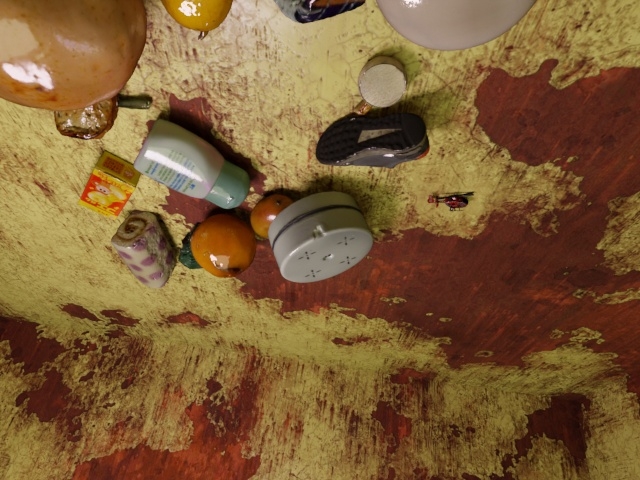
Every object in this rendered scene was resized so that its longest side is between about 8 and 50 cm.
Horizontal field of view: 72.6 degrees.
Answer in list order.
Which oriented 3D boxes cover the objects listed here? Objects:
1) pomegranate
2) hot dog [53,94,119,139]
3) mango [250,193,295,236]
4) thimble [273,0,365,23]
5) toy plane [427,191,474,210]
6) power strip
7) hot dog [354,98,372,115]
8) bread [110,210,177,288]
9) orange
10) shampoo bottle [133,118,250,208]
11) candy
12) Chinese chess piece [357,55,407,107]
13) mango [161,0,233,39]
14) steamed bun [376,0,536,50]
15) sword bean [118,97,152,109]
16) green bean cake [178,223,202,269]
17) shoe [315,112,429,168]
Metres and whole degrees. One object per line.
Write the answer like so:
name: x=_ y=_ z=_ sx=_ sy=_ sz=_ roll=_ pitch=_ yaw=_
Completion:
pomegranate: x=-0.555 y=-0.459 z=0.859 sx=0.411 sy=0.411 sz=0.411 roll=6 pitch=146 yaw=4
hot dog: x=-0.644 y=-0.411 z=1.177 sx=0.175 sy=0.114 sz=0.259 roll=12 pitch=116 yaw=6
mango: x=-0.171 y=-0.083 z=1.547 sx=0.151 sy=0.120 sz=0.221 roll=31 pitch=142 yaw=-31
thimble: x=-0.015 y=-0.518 z=0.781 sx=0.150 sy=0.237 sz=0.237 roll=-28 pitch=152 yaw=-21
toy plane: x=0.422 y=-0.128 z=1.419 sx=0.145 sy=0.037 sz=0.060 roll=1 pitch=141 yaw=10
power strip: x=0.000 y=0.000 z=1.490 sx=0.357 sy=0.161 sz=0.357 roll=-18 pitch=152 yaw=-10
hot dog: x=0.122 y=-0.360 z=1.153 sx=0.030 sy=0.034 sz=0.090 roll=24 pitch=144 yaw=-21
bread: x=-0.713 y=0.047 z=1.804 sx=0.155 sy=0.187 sz=0.338 roll=13 pitch=146 yaw=7
orange: x=-0.364 y=0.022 z=1.646 sx=0.246 sy=0.246 sz=0.246 roll=6 pitch=146 yaw=4
shampoo bottle: x=-0.385 y=-0.221 z=1.370 sx=0.349 sy=0.151 sz=0.222 roll=28 pitch=136 yaw=-24
candy: x=-0.754 y=-0.189 z=1.558 sx=0.146 sy=0.088 sz=0.276 roll=26 pitch=142 yaw=-26
Chinese chess piece: x=0.152 y=-0.389 z=1.072 sx=0.122 sy=0.051 sz=0.122 roll=3 pitch=135 yaw=3
mango: x=-0.256 y=-0.565 z=0.879 sx=0.176 sy=0.119 sz=0.317 roll=15 pitch=137 yaw=-3
steamed bun: x=0.245 y=-0.496 z=0.776 sx=0.324 sy=0.206 sz=0.324 roll=6 pitch=147 yaw=4
sword bean: x=-0.619 y=-0.405 z=1.259 sx=0.269 sy=0.038 sz=0.043 roll=7 pitch=171 yaw=4
green bean cake: x=-0.523 y=0.034 z=1.815 sx=0.208 sy=0.107 sz=0.193 roll=-12 pitch=142 yaw=30
shoe: x=0.156 y=-0.262 z=1.227 sx=0.336 sy=0.132 sz=0.171 roll=-1 pitch=169 yaw=33
